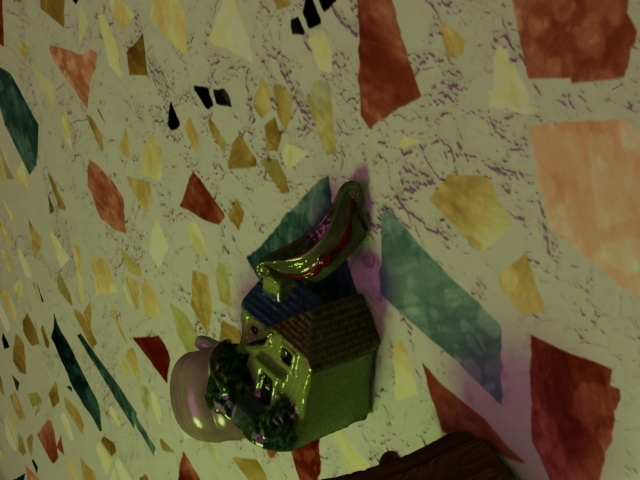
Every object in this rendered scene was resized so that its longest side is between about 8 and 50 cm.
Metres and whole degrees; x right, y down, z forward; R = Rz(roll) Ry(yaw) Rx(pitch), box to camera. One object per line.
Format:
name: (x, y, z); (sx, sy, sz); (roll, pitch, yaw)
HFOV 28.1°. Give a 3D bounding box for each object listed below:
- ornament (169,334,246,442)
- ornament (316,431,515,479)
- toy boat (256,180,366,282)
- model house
ornament: (-0.136, 0.215, 1.903); (0.177, 0.177, 0.177); (32, 131, 47)
ornament: (0.110, 0.344, 1.535); (0.221, 0.217, 0.235); (41, 137, 40)
toy boat: (0.000, 0.001, 1.650); (0.071, 0.089, 0.185); (43, 113, -12)
model house: (-0.046, 0.138, 1.717); (0.214, 0.195, 0.189); (39, 128, 39)
